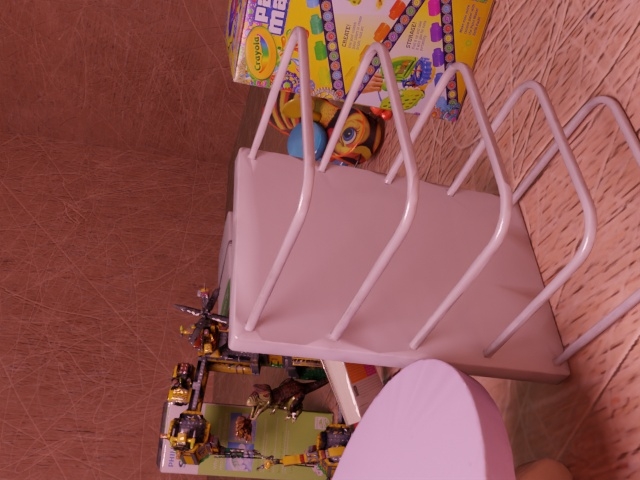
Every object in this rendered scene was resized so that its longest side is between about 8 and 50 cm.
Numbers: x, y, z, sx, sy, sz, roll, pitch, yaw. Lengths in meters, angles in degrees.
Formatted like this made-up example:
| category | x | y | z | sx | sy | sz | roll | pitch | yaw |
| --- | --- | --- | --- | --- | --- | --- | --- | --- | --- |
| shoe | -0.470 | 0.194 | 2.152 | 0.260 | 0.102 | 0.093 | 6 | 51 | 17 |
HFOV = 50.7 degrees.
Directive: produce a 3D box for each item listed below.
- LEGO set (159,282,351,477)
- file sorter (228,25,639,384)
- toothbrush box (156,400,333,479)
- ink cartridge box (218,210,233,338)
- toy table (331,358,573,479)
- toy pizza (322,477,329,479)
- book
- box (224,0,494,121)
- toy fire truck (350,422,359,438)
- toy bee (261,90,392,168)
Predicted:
| category | x | y | z | sx | sy | sz | roll | pitch | yaw |
| --- | --- | --- | --- | --- | --- | --- | --- | --- | --- |
| LEGO set | -0.078 | 0.207 | 0.988 | 0.192 | 0.332 | 0.254 | 91 | -168 | -54 |
| file sorter | 0.085 | -0.027 | 0.518 | 0.173 | 0.278 | 0.192 | 116 | 157 | -47 |
| toothbrush box | -0.141 | 0.357 | 1.209 | 0.206 | 0.283 | 0.122 | 136 | 139 | -70 |
| ink cartridge box | -0.078 | 0.077 | 1.247 | 0.289 | 0.211 | 0.121 | -104 | 24 | -55 |
| toy table | 0.100 | 0.233 | 0.438 | 0.252 | 0.161 | 0.274 | -27 | 34 | 56 |
| toy pizza | 0.003 | 0.432 | 0.930 | 0.201 | 0.032 | 0.201 | 9 | -90 | -89 |
| book | 0.041 | 0.161 | 0.894 | 0.035 | 0.096 | 0.144 | -27 | 77 | 26 |
| box | 0.029 | -0.300 | 0.880 | 0.290 | 0.279 | 0.177 | -109 | 30 | -62 |
| toy fire truck | 0.075 | 0.299 | 0.863 | 0.135 | 0.047 | 0.192 | -132 | 50 | -70 |
| toy bee | 0.038 | -0.175 | 1.105 | 0.162 | 0.298 | 0.195 | -49 | -12 | 17 |
